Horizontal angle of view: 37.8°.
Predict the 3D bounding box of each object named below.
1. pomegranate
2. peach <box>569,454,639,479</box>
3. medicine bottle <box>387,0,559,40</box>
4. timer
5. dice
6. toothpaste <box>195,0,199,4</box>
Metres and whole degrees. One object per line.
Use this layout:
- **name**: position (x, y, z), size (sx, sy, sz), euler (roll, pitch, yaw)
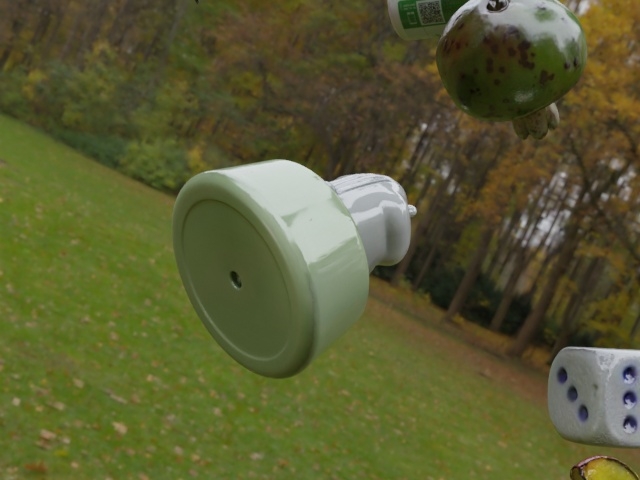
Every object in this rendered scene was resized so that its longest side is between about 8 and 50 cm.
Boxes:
- **pomegranate**: position (0.272, -0.238, 1.305), size (0.202, 0.202, 0.247), euler (26, -26, 44)
- **peach**: position (0.339, 0.298, 1.127), size (0.083, 0.077, 0.050), euler (16, -10, -9)
- **medicine bottle**: position (0.262, -0.421, 1.601), size (0.274, 0.133, 0.133), euler (0, -14, 32)
- **timer**: position (0.000, 0.000, 1.299), size (0.315, 0.290, 0.291), euler (-25, 36, -37)
- **dice**: position (0.581, 0.311, 1.869), size (0.194, 0.193, 0.192), euler (7, -5, -22)
- **toothpaste**: position (-0.228, -0.458, 1.653), size (0.019, 0.083, 0.027), euler (-17, -1, -15)
